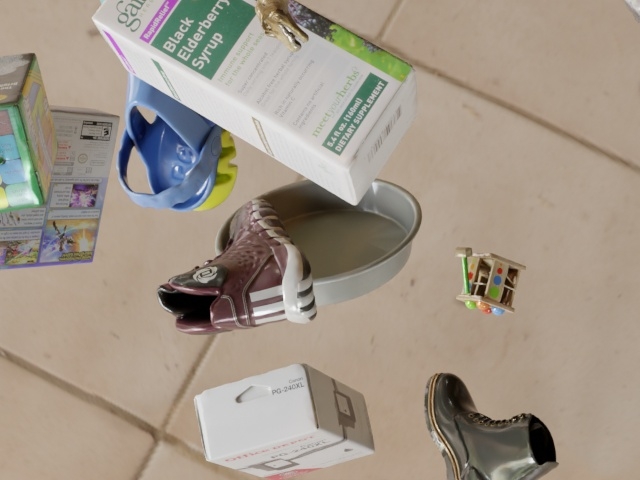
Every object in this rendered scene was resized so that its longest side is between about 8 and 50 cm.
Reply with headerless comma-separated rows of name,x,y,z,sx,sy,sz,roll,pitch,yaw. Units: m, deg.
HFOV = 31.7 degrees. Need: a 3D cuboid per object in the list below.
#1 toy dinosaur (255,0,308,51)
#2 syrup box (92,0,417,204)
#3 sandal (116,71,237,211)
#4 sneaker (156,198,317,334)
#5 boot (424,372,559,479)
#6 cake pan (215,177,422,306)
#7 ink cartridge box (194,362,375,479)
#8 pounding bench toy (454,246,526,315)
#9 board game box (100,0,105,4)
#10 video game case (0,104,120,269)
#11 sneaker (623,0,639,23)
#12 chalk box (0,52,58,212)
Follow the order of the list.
toy dinosaur,-0.033,-0.208,0.672,0.092,0.053,0.183,-25,74,20
syrup box,-0.048,-0.134,0.869,0.237,0.096,0.093,32,81,13
sandal,-0.149,-0.158,1.148,0.126,0.317,0.138,7,26,19
sneaker,-0.115,0.031,1.307,0.162,0.281,0.106,-14,108,-12
boot,0.193,0.204,1.249,0.077,0.137,0.198,14,43,-33
cake pan,0.000,0.000,1.585,0.293,0.054,0.293,-8,31,5
ink cartridge box,-0.029,0.166,1.013,0.109,0.150,0.063,-19,67,16
pounding bench toy,0.188,0.049,1.332,0.083,0.052,0.065,20,81,-24
board game box,-0.200,-0.416,1.239,0.079,0.336,0.254,-19,88,-27
video game case,-0.433,-0.082,1.701,0.061,0.269,0.244,18,101,30
sneaker,0.473,-0.236,1.284,0.115,0.105,0.281,-47,64,13
chalk box,-0.384,-0.109,1.281,0.132,0.132,0.213,-8,31,-1
